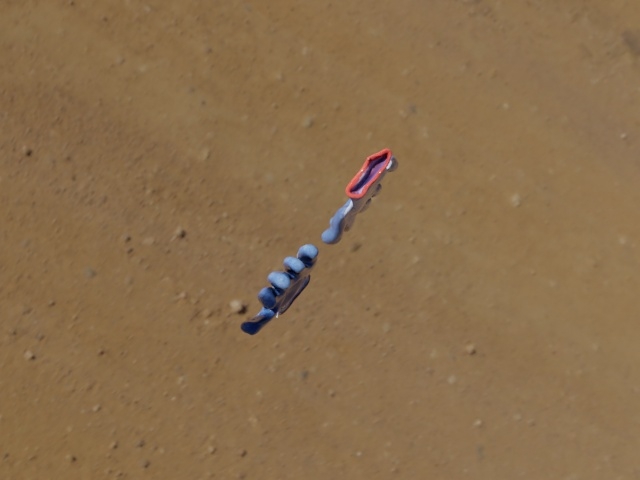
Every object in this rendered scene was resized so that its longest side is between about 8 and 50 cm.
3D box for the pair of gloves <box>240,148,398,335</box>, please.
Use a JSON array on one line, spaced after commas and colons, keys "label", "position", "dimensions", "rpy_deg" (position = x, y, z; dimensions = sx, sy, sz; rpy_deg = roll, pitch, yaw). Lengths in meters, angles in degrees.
[{"label": "pair of gloves", "position": [0.000, 0.000, 0.926], "dimensions": [0.023, 0.159, 0.198], "rpy_deg": [39, 84, 5]}]
